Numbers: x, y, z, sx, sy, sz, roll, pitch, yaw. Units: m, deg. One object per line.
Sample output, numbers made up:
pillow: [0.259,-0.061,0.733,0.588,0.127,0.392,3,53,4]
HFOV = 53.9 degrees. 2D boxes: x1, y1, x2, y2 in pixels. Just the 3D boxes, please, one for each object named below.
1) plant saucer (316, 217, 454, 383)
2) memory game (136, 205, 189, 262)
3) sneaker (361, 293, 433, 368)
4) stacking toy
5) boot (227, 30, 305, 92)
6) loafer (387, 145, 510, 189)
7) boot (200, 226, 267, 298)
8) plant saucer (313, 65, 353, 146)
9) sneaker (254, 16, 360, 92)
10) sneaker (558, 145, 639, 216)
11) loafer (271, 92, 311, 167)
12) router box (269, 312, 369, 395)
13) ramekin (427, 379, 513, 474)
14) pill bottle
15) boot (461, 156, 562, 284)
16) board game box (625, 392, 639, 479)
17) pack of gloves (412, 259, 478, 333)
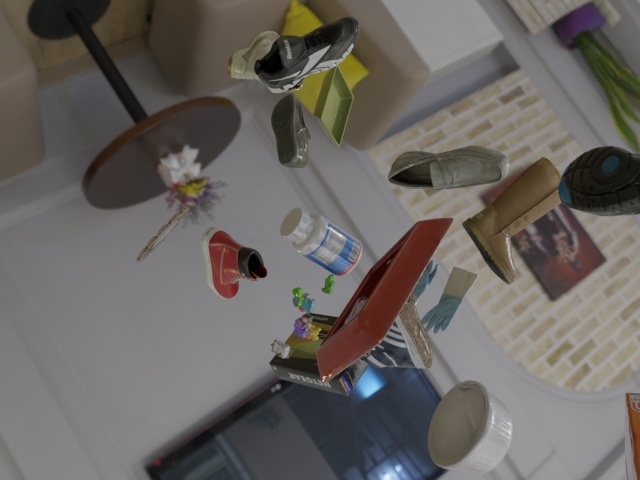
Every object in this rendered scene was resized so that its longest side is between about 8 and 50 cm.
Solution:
plant saucer: [0.091,0.092,1.032,0.258,0.047,0.259,-53,179,-32]
memory game: [-0.391,-0.017,1.562,0.186,0.012,0.186,-47,-174,6]
sneaker: [0.145,0.188,1.440,0.153,0.282,0.099,-9,-149,28]
stacking toy: [-0.046,0.203,1.719,0.167,0.052,0.221,-18,130,-54]
boot: [-0.101,-0.424,1.503,0.213,0.165,0.077,-53,158,-46]
loafer: [0.319,-0.172,1.597,0.319,0.112,0.111,2,-143,41]
boot: [-0.207,0.091,1.608,0.088,0.176,0.244,-47,151,-32]
plant saucer: [0.035,-0.413,1.939,0.188,0.045,0.189,46,56,-63]
sneaker: [-0.033,-0.369,1.236,0.234,0.078,0.106,-25,167,23]
sneaker: [0.554,-0.080,1.037,0.340,0.139,0.125,8,-104,58]
loafer: [-0.082,-0.312,1.832,0.094,0.251,0.087,-20,151,32]
router box: [0.021,0.360,2.047,0.308,0.081,0.243,2,-139,41]
ramekin: [0.451,0.564,1.870,0.273,0.127,0.273,-55,-164,23]
pill bottle: [0.000,0.000,1.750,0.124,0.221,0.124,-36,-144,32]
boot: [0.533,-0.044,1.641,0.269,0.236,0.089,-37,-156,0]
board game box: [0.806,0.558,1.232,0.356,0.357,0.356,-2,-158,22]
pack of gloves: [0.323,0.167,1.838,0.232,0.195,0.046,-52,142,-24]
